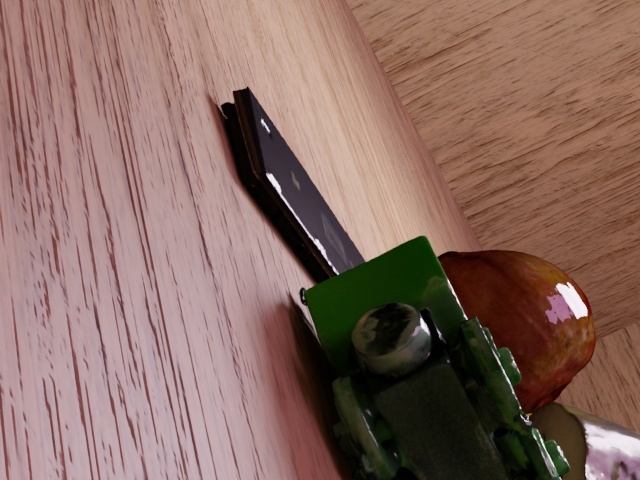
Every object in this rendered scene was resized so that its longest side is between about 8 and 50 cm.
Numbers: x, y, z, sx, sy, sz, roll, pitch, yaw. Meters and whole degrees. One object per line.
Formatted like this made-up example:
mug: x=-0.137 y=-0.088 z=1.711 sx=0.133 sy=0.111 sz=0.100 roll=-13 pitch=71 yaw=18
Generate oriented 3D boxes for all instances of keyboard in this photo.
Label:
keyboard: x=0.000 y=0.000 z=1.220 sx=0.317 sy=0.027 sz=0.106 roll=55 pitch=16 yaw=-48

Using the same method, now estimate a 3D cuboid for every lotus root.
lotus root: x=0.316 y=0.303 z=1.395 sx=0.260 sy=0.149 sz=0.267 roll=28 pitch=34 yaw=-16

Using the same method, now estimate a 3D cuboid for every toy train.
toy train: x=0.082 y=0.117 z=1.048 sx=0.243 sy=0.132 sz=0.188 roll=61 pitch=4 yaw=-37

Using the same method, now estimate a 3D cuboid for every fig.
fig: x=0.173 y=0.094 z=1.505 sx=0.205 sy=0.205 sz=0.205 roll=62 pitch=9 yaw=-17

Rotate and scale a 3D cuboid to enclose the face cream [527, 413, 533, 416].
face cream: x=0.280 y=0.320 z=1.711 sx=0.348 sy=0.105 sz=0.105 roll=69 pitch=10 yaw=25
